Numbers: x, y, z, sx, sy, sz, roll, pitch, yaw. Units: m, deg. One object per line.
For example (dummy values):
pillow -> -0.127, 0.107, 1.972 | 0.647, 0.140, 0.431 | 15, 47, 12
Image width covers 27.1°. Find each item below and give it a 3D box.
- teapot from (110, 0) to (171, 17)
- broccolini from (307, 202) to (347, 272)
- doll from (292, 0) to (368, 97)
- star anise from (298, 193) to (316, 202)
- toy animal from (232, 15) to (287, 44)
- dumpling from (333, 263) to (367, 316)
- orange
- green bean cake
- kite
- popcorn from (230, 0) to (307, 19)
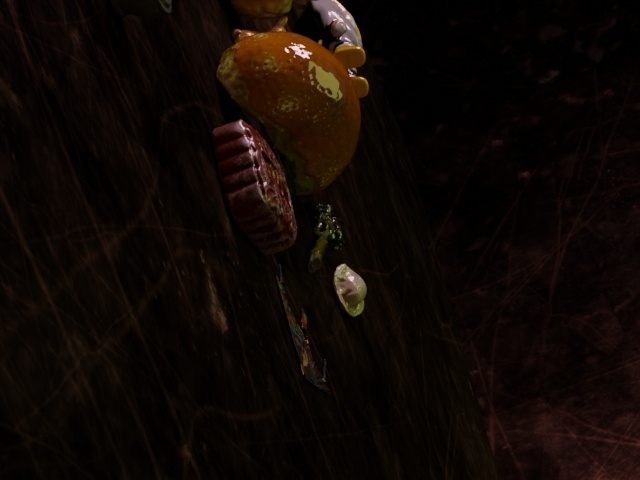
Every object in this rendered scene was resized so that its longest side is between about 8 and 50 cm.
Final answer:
teapot -> -0.189, -0.265, 1.357 | 0.066, 0.057, 0.088 | 53, 22, -67
broccolini -> -0.003, 0.007, 2.002 | 0.254, 0.071, 0.058 | -60, 171, -70
doll -> 0.013, -0.306, 2.048 | 0.145, 0.103, 0.316 | 55, 4, -26
star anise -> -0.024, -0.188, 2.041 | 0.223, 0.109, 0.236 | 63, 12, -14
toy animal -> -0.085, -0.305, 1.979 | 0.081, 0.083, 0.060 | 62, 12, -57
dumpling -> 0.041, 0.081, 2.053 | 0.052, 0.057, 0.076 | 34, -38, 28
orange -> -0.032, -0.184, 1.797 | 0.237, 0.158, 0.179 | 62, -4, -35
green bean cake -> -0.076, -0.064, 1.596 | 0.135, 0.056, 0.136 | 57, 15, -59
kite -> -0.019, 0.127, 1.670 | 0.160, 0.010, 0.183 | -91, 159, -65
popcorn -> -0.083, -0.420, 2.008 | 0.170, 0.180, 0.180 | -7, 74, -46
